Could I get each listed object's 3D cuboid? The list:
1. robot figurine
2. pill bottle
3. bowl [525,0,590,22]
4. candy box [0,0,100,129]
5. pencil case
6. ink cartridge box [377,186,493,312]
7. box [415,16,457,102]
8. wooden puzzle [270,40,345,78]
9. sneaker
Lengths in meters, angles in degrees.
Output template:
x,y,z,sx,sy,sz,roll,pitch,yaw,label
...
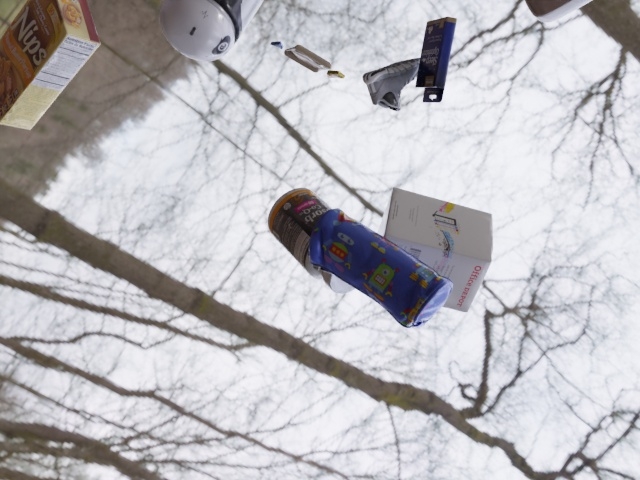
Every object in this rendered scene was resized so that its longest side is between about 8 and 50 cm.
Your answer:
x,y,z,sx,sy,sz,roll,pitch,yaw,label
-0.215,-0.503,1.568,0.173,0.209,0.278,15,-117,25,robot figurine
0.000,0.000,1.886,0.162,0.162,0.278,-50,-129,5,pill bottle
0.432,-0.456,1.331,0.142,0.053,0.142,-27,-127,29,bowl
-0.622,-0.413,1.666,0.316,0.087,0.183,-37,-116,33,candy box
0.108,0.058,1.497,0.306,0.119,0.133,33,-88,24,pencil case
0.242,0.021,1.654,0.168,0.232,0.171,-75,-179,-46,ink cartridge box
0.314,-0.495,2.076,0.136,0.036,0.225,-148,-115,-71,box
-0.019,-0.294,1.217,0.078,0.116,0.014,18,-98,63,wooden puzzle
0.227,-0.445,2.175,0.228,0.132,0.086,-23,-163,-25,sneaker
